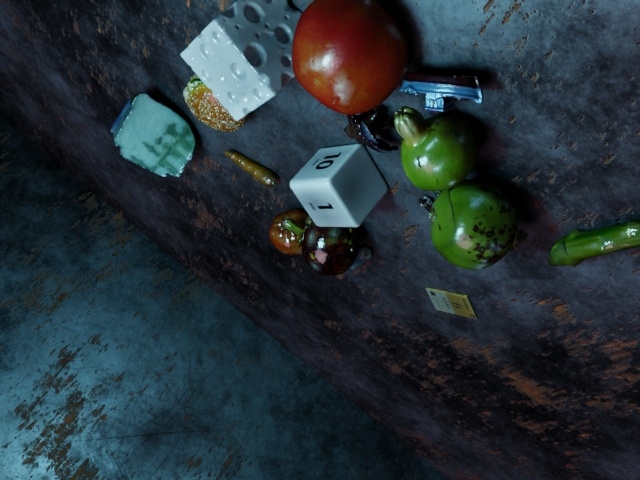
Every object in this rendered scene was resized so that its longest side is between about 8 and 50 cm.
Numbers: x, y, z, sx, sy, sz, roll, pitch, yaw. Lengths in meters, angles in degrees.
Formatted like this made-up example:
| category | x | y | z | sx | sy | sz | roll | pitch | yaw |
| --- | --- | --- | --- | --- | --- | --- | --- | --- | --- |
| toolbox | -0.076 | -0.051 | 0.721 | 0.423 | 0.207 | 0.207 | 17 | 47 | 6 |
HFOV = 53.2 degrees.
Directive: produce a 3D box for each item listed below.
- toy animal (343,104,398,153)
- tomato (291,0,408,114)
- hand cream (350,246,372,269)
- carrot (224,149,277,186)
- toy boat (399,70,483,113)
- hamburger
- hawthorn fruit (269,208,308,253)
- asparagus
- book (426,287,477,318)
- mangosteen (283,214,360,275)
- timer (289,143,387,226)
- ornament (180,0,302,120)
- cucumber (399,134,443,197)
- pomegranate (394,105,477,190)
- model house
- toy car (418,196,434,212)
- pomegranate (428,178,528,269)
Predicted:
| category | x | y | z | sx | sy | sz | roll | pitch | yaw |
| --- | --- | --- | --- | --- | --- | --- | --- | --- | --- |
| toy animal | 0.115 | -0.311 | 1.802 | 0.218 | 0.116 | 0.179 | 42 | 152 | -18 |
| tomato | 0.057 | -0.447 | 1.558 | 0.298 | 0.226 | 0.299 | 31 | 155 | 16 |
| hand cream | 0.137 | 0.065 | 2.422 | 0.083 | 0.048 | 0.224 | 44 | 158 | -7 |
| carrot | -0.260 | -0.275 | 2.389 | 0.247 | 0.059 | 0.059 | 34 | 152 | 19 |
| toy boat | 0.290 | -0.352 | 1.531 | 0.223 | 0.100 | 0.097 | 18 | 119 | 41 |
| hamburger | -0.340 | -0.458 | 2.117 | 0.236 | 0.147 | 0.237 | 29 | 153 | 16 |
| hawthorn fruit | -0.101 | -0.020 | 2.448 | 0.179 | 0.179 | 0.200 | 27 | 162 | 23 |
| asparagus | 0.704 | 0.002 | 1.576 | 0.082 | 0.085 | 0.343 | 42 | 151 | -11 |
| book | 0.464 | 0.221 | 2.270 | 0.172 | 0.012 | 0.118 | 9 | 140 | 45 |
| mangosteen | 0.000 | 0.000 | 2.274 | 0.289 | 0.231 | 0.231 | 16 | 145 | 24 |
| timer | 0.058 | -0.169 | 1.999 | 0.195 | 0.192 | 0.194 | 2 | 134 | 51 |
| ornament | -0.184 | -0.515 | 1.735 | 0.239 | 0.240 | 0.239 | 48 | 151 | -16 |
| cucumber | 0.308 | -0.202 | 1.783 | 0.067 | 0.068 | 0.294 | 5 | 139 | 48 |
| pomegranate | 0.299 | -0.249 | 1.608 | 0.159 | 0.190 | 0.241 | -21 | 100 | 47 |
| model house | -0.668 | -0.426 | 2.539 | 0.294 | 0.252 | 0.329 | 27 | -176 | -28 |
| toy car | 0.336 | -0.102 | 1.935 | 0.093 | 0.025 | 0.041 | 42 | 151 | -12 |
| pomegranate | 0.422 | -0.038 | 1.710 | 0.270 | 0.254 | 0.254 | 20 | 150 | 4 |
